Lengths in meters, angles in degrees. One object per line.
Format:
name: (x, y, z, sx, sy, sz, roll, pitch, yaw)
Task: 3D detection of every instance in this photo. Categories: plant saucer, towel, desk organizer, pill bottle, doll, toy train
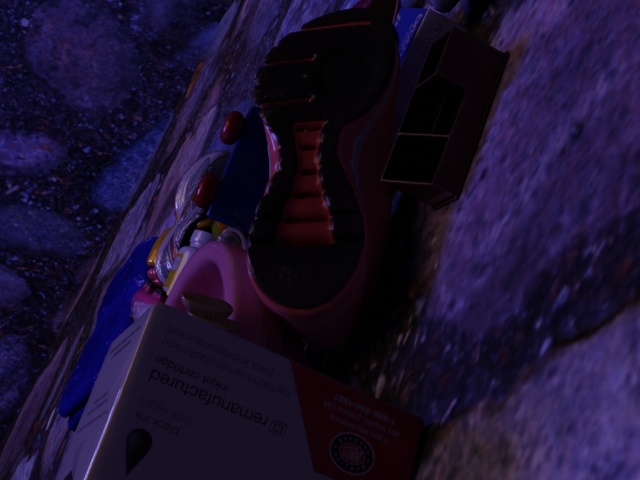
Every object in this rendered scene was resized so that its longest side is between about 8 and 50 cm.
plant saucer: (-0.096, 0.169, 1.095, 0.332, 0.084, 0.332, -165, 90, -73)
towel: (-0.348, 0.155, 2.175, 0.228, 0.076, 0.308, -51, 19, 48)
desk organizer: (0.095, -0.095, 0.997, 0.130, 0.050, 0.047, -69, 14, -17)
pill bottle: (-0.169, 0.047, 1.711, 0.116, 0.065, 0.065, -68, 14, -12)
doll: (-0.110, 0.138, 0.949, 0.129, 0.046, 0.189, -126, 53, -69)
toy train: (-0.105, -0.024, 1.543, 0.143, 0.105, 0.248, 122, 169, -70)

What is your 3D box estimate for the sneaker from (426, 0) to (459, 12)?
sneaker: (0.116, -0.321, 1.181, 0.105, 0.115, 0.281, -49, 21, 49)

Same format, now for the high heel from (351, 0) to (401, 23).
high heel: (0.027, -0.158, 1.309, 0.244, 0.082, 0.117, -59, -3, -40)

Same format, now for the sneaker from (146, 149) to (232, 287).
sneaker: (-0.160, -0.028, 1.820, 0.092, 0.088, 0.225, -11, 53, 48)

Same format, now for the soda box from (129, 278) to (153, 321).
soda box: (-0.229, 0.069, 1.927, 0.169, 0.053, 0.060, -50, 19, 48)

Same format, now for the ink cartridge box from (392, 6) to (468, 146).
ink cartridge box: (0.058, -0.110, 1.175, 0.207, 0.046, 0.097, -63, 15, 5)

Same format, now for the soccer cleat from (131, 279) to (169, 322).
soccer cleat: (-0.170, 0.131, 1.464, 0.331, 0.116, 0.143, -167, 96, -78)

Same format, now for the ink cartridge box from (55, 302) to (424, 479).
ink cartridge box: (-0.074, 0.207, 0.788, 0.114, 0.197, 0.273, -38, 30, 61)

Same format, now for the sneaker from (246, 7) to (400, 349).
sneaker: (0.007, -0.053, 1.076, 0.136, 0.116, 0.314, 67, -152, -56)
